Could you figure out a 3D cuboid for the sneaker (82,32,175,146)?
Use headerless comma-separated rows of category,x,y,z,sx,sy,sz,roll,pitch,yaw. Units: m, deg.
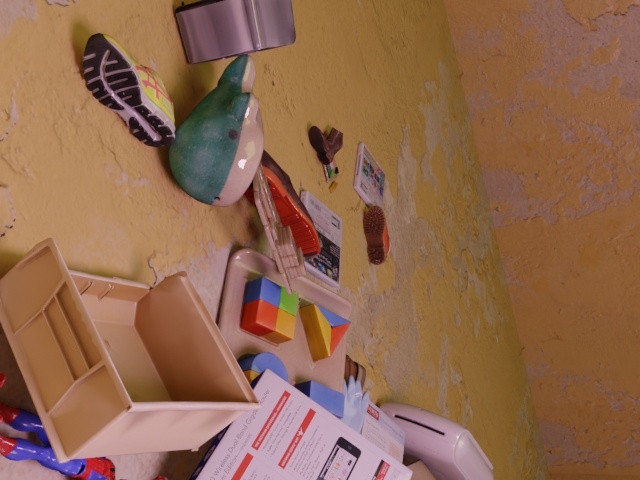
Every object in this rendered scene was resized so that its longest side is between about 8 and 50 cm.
sneaker,-0.290,-0.241,1.156,0.208,0.081,0.094,62,26,-49

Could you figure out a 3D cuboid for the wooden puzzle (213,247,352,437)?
wooden puzzle,-0.054,0.222,1.404,0.322,0.080,0.348,31,56,-37

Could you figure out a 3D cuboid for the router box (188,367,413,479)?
router box,-0.057,0.421,1.165,0.301,0.082,0.335,37,58,-3

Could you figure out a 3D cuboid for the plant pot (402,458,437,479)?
plant pot,0.230,0.684,1.821,0.256,0.256,0.274,7,62,-63

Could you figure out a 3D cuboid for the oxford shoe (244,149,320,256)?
oxford shoe,-0.068,-0.073,1.536,0.098,0.096,0.271,-80,150,-43

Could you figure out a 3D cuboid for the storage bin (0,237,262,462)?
storage bin,-0.246,0.139,0.970,0.260,0.123,0.262,57,16,25

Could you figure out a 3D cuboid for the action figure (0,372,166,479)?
action figure,-0.290,0.256,0.948,0.091,0.139,0.280,-107,170,-45

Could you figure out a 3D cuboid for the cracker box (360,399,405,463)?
cracker box,0.103,0.477,1.599,0.156,0.067,0.232,46,40,-31

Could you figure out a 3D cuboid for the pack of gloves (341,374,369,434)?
pack of gloves,0.006,0.358,1.495,0.195,0.046,0.232,17,60,-13

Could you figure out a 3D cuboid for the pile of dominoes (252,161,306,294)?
pile of dominoes,-0.074,-0.042,1.363,0.196,0.040,0.251,-101,176,-47

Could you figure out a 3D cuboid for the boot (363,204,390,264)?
boot,0.156,-0.020,2.022,0.084,0.059,0.158,-27,116,-66

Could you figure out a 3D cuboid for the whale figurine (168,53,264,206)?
whale figurine,-0.176,-0.193,1.274,0.141,0.216,0.272,14,64,-21

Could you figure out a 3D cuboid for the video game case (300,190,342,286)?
video game case,0.000,0.000,1.734,0.190,0.022,0.173,37,51,-57

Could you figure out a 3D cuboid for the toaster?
toaster,-0.152,-0.390,1.355,0.185,0.168,0.110,-36,117,-61

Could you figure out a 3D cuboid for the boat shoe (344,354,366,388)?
boat shoe,0.007,0.373,1.581,0.104,0.110,0.307,37,44,-25

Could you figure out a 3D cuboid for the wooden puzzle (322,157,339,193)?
wooden puzzle,0.026,-0.181,1.839,0.078,0.014,0.116,-51,128,-56

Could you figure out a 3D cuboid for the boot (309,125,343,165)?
boot,0.018,-0.250,1.803,0.114,0.037,0.106,-57,135,-47

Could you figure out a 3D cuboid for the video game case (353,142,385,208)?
video game case,0.135,-0.164,2.050,0.157,0.019,0.143,46,44,-49

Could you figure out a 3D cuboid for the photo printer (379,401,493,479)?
photo printer,0.288,0.528,1.930,0.107,0.256,0.307,-59,139,-23
